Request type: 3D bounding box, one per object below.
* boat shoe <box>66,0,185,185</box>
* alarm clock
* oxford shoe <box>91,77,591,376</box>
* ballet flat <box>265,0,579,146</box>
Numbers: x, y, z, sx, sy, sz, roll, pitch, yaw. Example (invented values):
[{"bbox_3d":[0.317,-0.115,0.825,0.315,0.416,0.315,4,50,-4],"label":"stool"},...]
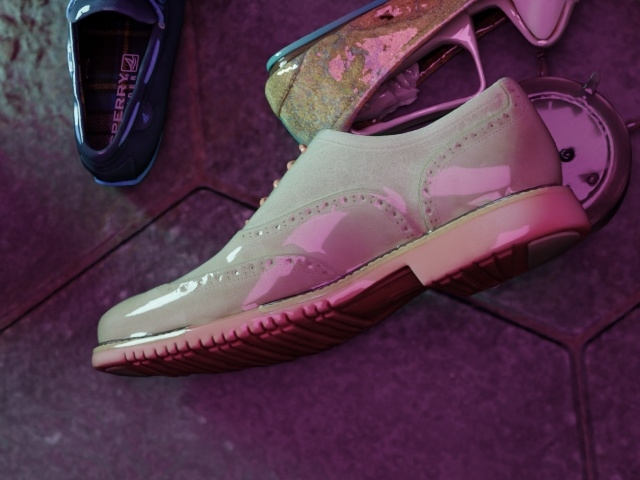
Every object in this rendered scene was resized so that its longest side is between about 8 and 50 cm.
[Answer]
[{"bbox_3d":[-0.154,-0.177,1.498,0.109,0.089,0.258,-6,79,6],"label":"boat shoe"},{"bbox_3d":[0.168,-0.046,1.451,0.129,0.064,0.192,30,88,11],"label":"alarm clock"},{"bbox_3d":[0.000,0.000,1.418,0.397,0.140,0.146,-20,76,10],"label":"oxford shoe"},{"bbox_3d":[0.121,-0.176,1.451,0.348,0.123,0.123,-33,78,7],"label":"ballet flat"}]
